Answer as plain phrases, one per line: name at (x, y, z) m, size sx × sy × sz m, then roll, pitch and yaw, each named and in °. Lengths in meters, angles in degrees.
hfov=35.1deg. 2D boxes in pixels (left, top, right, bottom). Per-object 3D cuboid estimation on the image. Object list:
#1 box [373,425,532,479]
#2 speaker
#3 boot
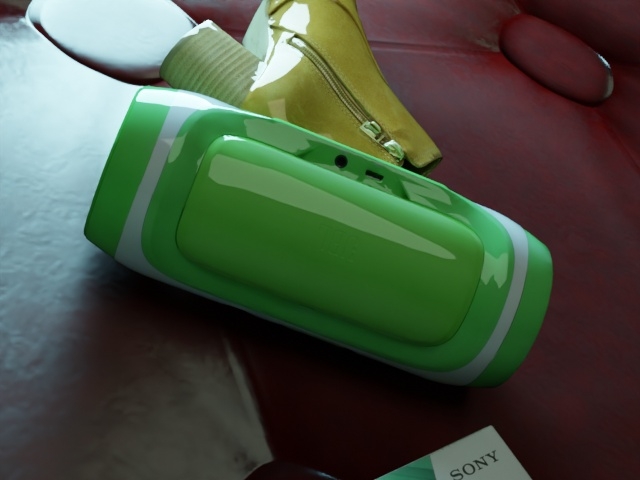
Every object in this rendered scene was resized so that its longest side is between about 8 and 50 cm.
box at (0.096, 0.270, 0.525) m, size 0.232 × 0.058 × 0.322 m, roll -15°, pitch 57°, yaw -37°
speaker at (0.000, 0.000, 0.685) m, size 0.296 × 0.131 × 0.131 m, roll 21°, pitch 43°, yaw -9°
boot at (0.023, -0.136, 0.861) m, size 0.211 × 0.104 × 0.295 m, roll 40°, pitch 48°, yaw 4°
